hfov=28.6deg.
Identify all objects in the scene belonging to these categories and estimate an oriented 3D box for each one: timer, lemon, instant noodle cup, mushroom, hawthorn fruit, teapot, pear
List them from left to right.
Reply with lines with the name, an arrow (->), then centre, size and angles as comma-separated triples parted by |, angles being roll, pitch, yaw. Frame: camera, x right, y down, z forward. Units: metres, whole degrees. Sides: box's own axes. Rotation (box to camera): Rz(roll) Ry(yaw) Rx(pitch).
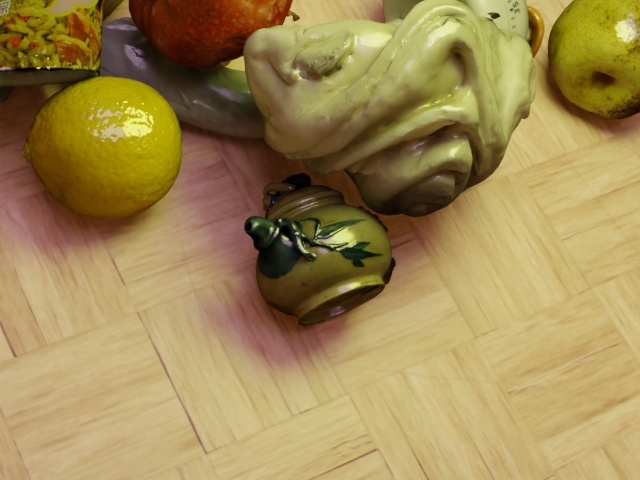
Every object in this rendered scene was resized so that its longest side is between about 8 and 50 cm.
instant noodle cup -> -0.395, -0.325, 1.525 | 0.339, 0.340, 0.266 | -6, 93, -18
lemon -> -0.269, -0.115, 1.563 | 0.203, 0.178, 0.178 | -7, 65, -20
mushroom -> -0.168, -0.209, 1.694 | 0.351, 0.097, 0.109 | 19, 69, -9
hawthorn fruit -> -0.112, -0.317, 1.605 | 0.243, 0.207, 0.207 | 7, 58, -40
teapot -> 0.000, 0.000, 1.581 | 0.269, 0.173, 0.183 | -4, 65, -54
timer -> 0.168, -0.309, 1.760 | 0.240, 0.233, 0.233 | -24, 71, -28
pear -> 0.435, -0.286, 1.847 | 0.197, 0.197, 0.197 | 7, 61, -12

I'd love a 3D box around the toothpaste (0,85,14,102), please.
toothpaste -> -0.486, -0.257, 1.661 | 0.194, 0.043, 0.067 | 31, 64, -6

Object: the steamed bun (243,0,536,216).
steamed bun -> 0.103, -0.148, 1.558 | 0.394, 0.346, 0.237 | -3, 86, -17

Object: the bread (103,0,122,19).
bread -> -0.401, -0.366, 1.749 | 0.240, 0.135, 0.178 | 36, 93, 5

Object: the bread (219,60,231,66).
bread -> -0.164, -0.299, 1.733 | 0.125, 0.106, 0.082 | 19, 60, -8
